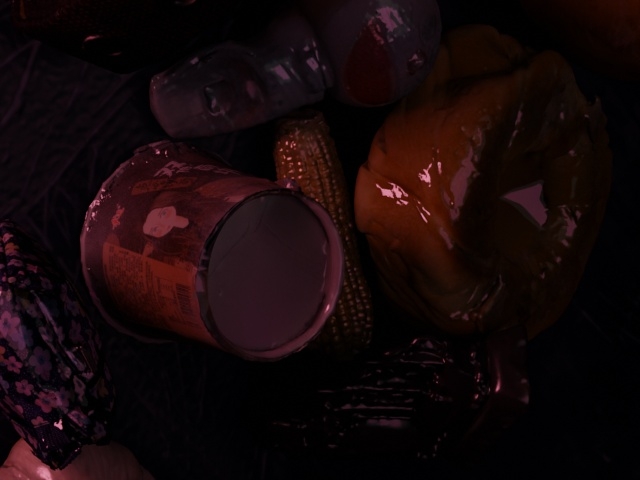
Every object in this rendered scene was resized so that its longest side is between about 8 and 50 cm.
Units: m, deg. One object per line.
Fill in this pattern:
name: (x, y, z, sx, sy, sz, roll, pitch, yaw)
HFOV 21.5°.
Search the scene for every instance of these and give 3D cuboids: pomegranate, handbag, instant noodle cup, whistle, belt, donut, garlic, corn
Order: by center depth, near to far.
belt: (-0.153, -0.266, 1.563, 0.164, 0.289, 0.184, 25, 60, -35)
handbag: (-0.270, 0.100, 1.576, 0.127, 0.229, 0.207, -31, 111, -6)
garlic: (-0.232, 0.297, 1.650, 0.219, 0.212, 0.218, -2, 93, -34)
instant noodle cup: (-0.102, 0.017, 1.694, 0.217, 0.207, 0.217, -8, 104, -34)
whistle: (-0.008, -0.193, 1.749, 0.348, 0.189, 0.189, -28, 114, -12)
corn: (0.000, 0.000, 1.840, 0.087, 0.086, 0.288, -20, 107, -31)
donut: (0.187, -0.059, 1.895, 0.360, 0.170, 0.360, -19, 115, -45)
pomegranate: (0.355, -0.314, 1.906, 0.307, 0.307, 0.307, -7, 102, -34)

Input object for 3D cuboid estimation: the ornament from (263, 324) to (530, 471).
ornament: (0.074, 0.173, 1.831, 0.261, 0.251, 0.106, 4, 60, -16)
